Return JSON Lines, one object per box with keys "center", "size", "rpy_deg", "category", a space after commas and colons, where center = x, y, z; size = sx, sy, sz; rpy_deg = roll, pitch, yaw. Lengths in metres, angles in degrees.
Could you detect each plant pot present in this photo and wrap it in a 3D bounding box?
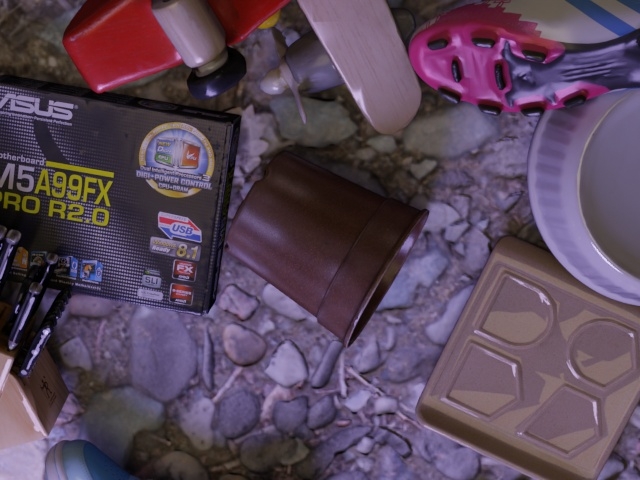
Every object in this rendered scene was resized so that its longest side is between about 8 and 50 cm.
{"center": [0.000, 0.000, 1.637], "size": [0.165, 0.167, 0.167], "rpy_deg": [30, 105, 6], "category": "plant pot"}

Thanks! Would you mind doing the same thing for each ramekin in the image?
{"center": [0.345, -0.061, 1.568], "size": [0.273, 0.127, 0.272], "rpy_deg": [0, 96, -1], "category": "ramekin"}

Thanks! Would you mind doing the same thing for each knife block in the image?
{"center": [-0.388, 0.110, 1.701], "size": [0.276, 0.088, 0.242], "rpy_deg": [-17, 114, 18], "category": "knife block"}

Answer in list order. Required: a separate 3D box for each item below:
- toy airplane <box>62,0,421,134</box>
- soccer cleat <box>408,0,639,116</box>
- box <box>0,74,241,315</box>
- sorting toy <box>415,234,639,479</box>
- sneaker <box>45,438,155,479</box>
{"center": [-0.043, -0.311, 1.525], "size": [0.384, 0.272, 0.386], "rpy_deg": [7, 102, -26], "category": "toy airplane"}
{"center": [0.251, -0.200, 1.498], "size": [0.331, 0.143, 0.116], "rpy_deg": [1, 137, 25], "category": "soccer cleat"}
{"center": [-0.233, -0.049, 1.698], "size": [0.270, 0.060, 0.216], "rpy_deg": [11, 106, 4], "category": "box"}
{"center": [0.284, 0.155, 1.699], "size": [0.307, 0.041, 0.229], "rpy_deg": [25, 101, 0], "category": "sorting toy"}
{"center": [-0.135, 0.298, 1.740], "size": [0.208, 0.127, 0.319], "rpy_deg": [-37, 106, 16], "category": "sneaker"}
